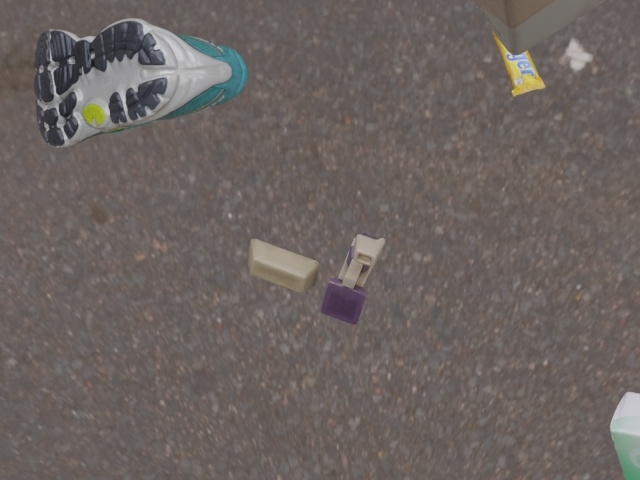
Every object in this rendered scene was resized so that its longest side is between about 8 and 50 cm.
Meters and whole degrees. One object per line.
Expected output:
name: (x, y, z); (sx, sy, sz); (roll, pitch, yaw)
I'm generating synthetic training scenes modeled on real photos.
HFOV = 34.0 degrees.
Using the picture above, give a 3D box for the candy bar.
candy bar: (0.232, -0.253, 1.302); (0.040, 0.018, 0.161); (-19, 75, 5)

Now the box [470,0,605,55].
box: (0.089, -0.202, 0.445); (0.121, 0.311, 0.148); (-34, 78, 8)

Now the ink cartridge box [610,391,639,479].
ink cartridge box: (0.392, 0.227, 0.954); (0.225, 0.181, 0.056); (9, 52, 35)

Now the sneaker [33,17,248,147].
sneaker: (-0.173, -0.136, 0.933); (0.110, 0.275, 0.107); (-7, 100, -42)

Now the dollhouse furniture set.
dollhouse furniture set: (0.000, 0.000, 0.930); (0.114, 0.091, 0.081); (20, 43, 6)
